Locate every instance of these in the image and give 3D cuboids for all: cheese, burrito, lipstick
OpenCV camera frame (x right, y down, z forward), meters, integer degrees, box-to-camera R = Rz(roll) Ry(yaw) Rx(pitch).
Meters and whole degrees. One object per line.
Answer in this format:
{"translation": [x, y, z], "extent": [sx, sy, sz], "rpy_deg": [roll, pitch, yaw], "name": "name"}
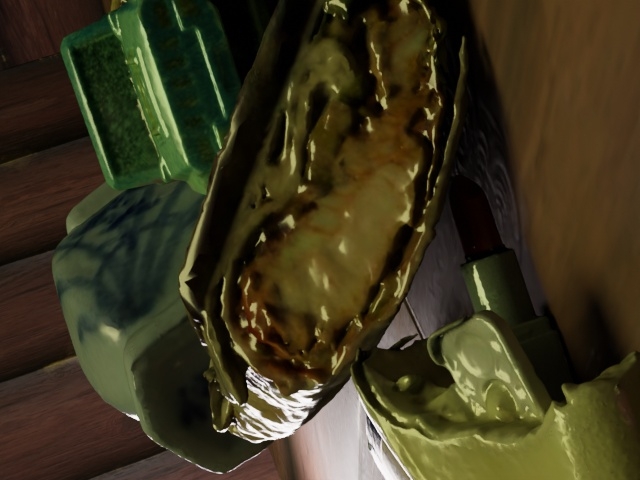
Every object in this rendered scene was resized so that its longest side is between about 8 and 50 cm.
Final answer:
{"translation": [0.103, 0.127, 0.405], "extent": [0.127, 0.049, 0.235], "rpy_deg": [-33, 83, 54], "name": "cheese"}
{"translation": [-0.003, 0.011, 0.555], "extent": [0.348, 0.107, 0.175], "rpy_deg": [103, -177, -68], "name": "burrito"}
{"translation": [0.078, 0.033, 0.468], "extent": [0.030, 0.030, 0.129], "rpy_deg": [148, 103, -81], "name": "lipstick"}

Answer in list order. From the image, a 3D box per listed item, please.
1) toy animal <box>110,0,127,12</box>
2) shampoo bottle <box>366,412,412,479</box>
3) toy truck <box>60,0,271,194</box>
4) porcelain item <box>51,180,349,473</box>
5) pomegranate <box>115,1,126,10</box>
{"translation": [-0.215, -0.263, 1.349], "extent": [0.233, 0.121, 0.168], "rpy_deg": [67, 160, 6], "name": "toy animal"}
{"translation": [0.074, 0.135, 0.622], "extent": [0.183, 0.050, 0.087], "rpy_deg": [-131, 43, -66], "name": "shampoo bottle"}
{"translation": [-0.093, -0.110, 0.794], "extent": [0.279, 0.156, 0.155], "rpy_deg": [-149, 41, -78], "name": "toy truck"}
{"translation": [-0.118, 0.037, 0.997], "extent": [0.178, 0.242, 0.405], "rpy_deg": [54, 175, -23], "name": "porcelain item"}
{"translation": [-0.167, -0.204, 1.173], "extent": [0.130, 0.130, 0.130], "rpy_deg": [161, 90, -81], "name": "pomegranate"}
